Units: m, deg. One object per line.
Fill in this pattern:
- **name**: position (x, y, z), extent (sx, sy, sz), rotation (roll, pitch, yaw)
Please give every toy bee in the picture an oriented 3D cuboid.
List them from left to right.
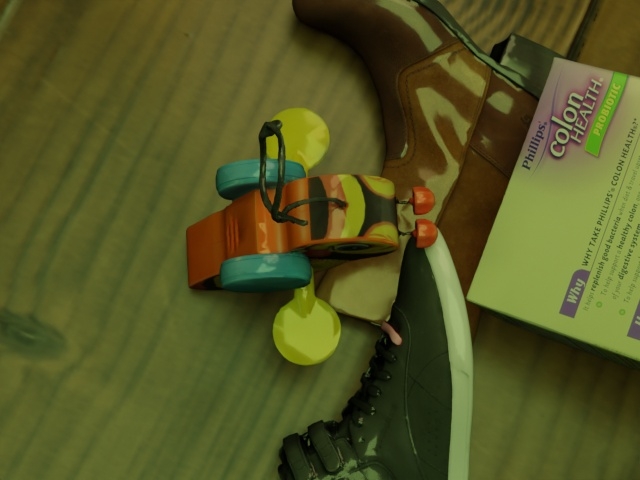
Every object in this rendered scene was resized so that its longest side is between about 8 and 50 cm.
- **toy bee**: position (0.000, 0.000, 0.973), extent (0.162, 0.298, 0.195), rotation (1, 99, -18)

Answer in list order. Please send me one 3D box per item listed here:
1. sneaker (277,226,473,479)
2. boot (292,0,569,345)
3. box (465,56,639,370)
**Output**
- **sneaker**: position (0.039, 0.136, 1.004), extent (0.146, 0.104, 0.296), rotation (-1, 99, -5)
- **boot**: position (0.054, -0.069, 1.099), extent (0.264, 0.096, 0.281), rotation (24, 86, -7)
- **box**: position (0.274, -0.004, 1.010), extent (0.243, 0.117, 0.214), rotation (18, 86, 25)
